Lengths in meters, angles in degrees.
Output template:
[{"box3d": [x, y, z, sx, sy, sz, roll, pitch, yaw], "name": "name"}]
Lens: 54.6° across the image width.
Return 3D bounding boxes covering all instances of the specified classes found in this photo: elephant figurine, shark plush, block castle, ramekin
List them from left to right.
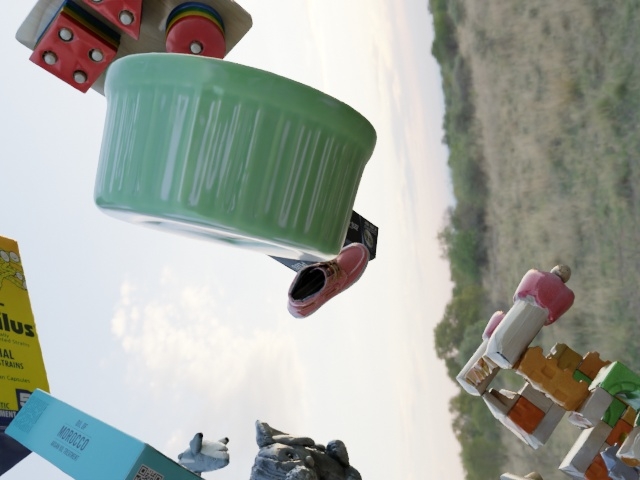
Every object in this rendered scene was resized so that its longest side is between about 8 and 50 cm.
[{"box3d": [-0.221, 0.388, 1.056, 0.073, 0.161, 0.067, 47, -165, -50], "name": "shark plush"}, {"box3d": [-0.098, -0.073, 0.688, 0.303, 0.304, 0.148, 30, -109, -73], "name": "ramekin"}, {"box3d": [-0.053, 0.348, 0.935, 0.239, 0.186, 0.169, 41, -158, -46], "name": "elephant figurine"}, {"box3d": [0.475, 0.261, 1.016, 0.213, 0.453, 0.303, -47, -17, -19], "name": "block castle"}]

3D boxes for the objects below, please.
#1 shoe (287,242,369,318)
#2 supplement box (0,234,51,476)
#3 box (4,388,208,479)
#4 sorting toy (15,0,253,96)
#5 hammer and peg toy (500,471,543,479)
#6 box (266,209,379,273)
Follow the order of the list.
[{"box3d": [0.016, 0.058, 1.036, 0.063, 0.178, 0.081, 46, 164, 16], "name": "shoe"}, {"box3d": [-0.544, 0.155, 0.880, 0.194, 0.195, 0.356, 35, -158, -56], "name": "supplement box"}, {"box3d": [-0.235, 0.232, 0.665, 0.100, 0.244, 0.060, 50, -122, -36], "name": "box"}, {"box3d": [-0.275, -0.304, 0.924, 0.257, 0.255, 0.089, 32, -151, -34], "name": "sorting toy"}, {"box3d": [0.468, 0.625, 1.296, 0.361, 0.127, 0.265, 146, 106, -70], "name": "hammer and peg toy"}, {"box3d": [0.000, 0.000, 1.235, 0.147, 0.180, 0.077, 33, -130, -33], "name": "box"}]
